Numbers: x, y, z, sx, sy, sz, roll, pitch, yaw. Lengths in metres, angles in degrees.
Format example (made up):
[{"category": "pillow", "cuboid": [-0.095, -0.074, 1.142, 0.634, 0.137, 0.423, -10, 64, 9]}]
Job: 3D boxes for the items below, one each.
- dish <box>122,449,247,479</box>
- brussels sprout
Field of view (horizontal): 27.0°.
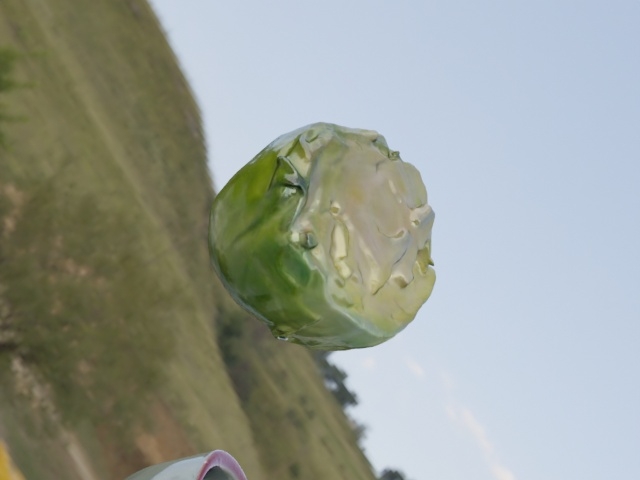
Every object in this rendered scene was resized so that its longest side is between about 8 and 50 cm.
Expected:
[{"category": "dish", "cuboid": [-0.118, 0.283, 0.956, 0.256, 0.117, 0.256, -6, 90, -77]}, {"category": "brussels sprout", "cuboid": [-0.005, 0.000, 0.873, 0.122, 0.151, 0.149, -14, -106, 45]}]
